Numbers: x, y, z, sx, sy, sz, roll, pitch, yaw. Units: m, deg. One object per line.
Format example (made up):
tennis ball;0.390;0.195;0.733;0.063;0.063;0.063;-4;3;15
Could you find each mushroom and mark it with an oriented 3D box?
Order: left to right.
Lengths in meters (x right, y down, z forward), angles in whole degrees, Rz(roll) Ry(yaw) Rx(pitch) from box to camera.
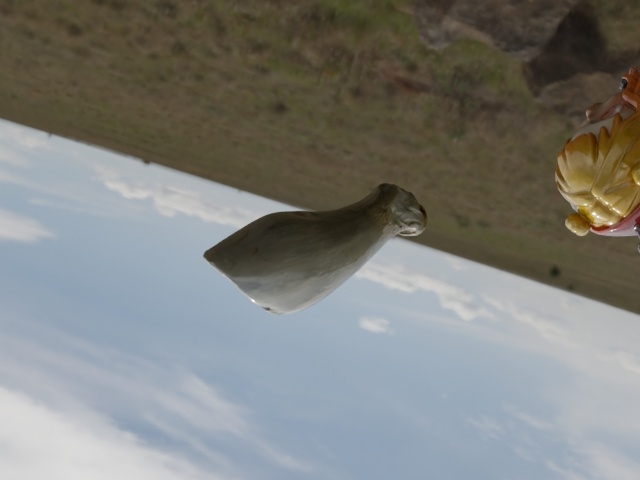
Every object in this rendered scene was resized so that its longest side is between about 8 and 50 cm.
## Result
mushroom;0.000;0.000;0.897;0.225;0.093;0.116;-25;-150;-14

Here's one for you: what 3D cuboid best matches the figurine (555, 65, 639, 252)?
figurine;0.476;-0.134;1.387;0.196;0.323;0.320;38;146;0
